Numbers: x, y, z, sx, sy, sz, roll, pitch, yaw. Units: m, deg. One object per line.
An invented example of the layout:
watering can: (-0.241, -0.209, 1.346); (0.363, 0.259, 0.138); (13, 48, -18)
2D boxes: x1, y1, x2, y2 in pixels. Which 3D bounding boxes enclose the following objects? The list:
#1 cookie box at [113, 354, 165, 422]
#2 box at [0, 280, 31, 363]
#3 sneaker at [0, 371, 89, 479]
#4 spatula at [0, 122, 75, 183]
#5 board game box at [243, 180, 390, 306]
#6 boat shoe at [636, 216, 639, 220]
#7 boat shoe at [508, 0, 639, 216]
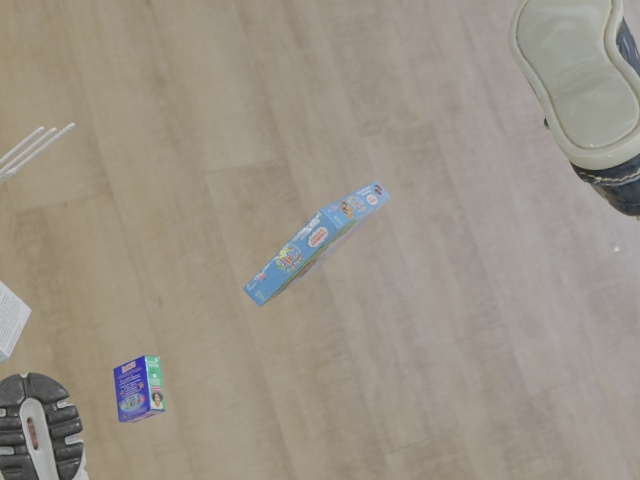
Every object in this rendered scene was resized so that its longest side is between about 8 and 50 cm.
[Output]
cookie box: (-0.343, 0.282, 1.743); (0.040, 0.092, 0.107); (18, 55, -51)
box: (-0.552, 0.121, 1.474); (0.137, 0.072, 0.126); (51, 21, -25)
sneaker: (-0.191, 0.196, 0.617); (0.081, 0.094, 0.208); (-3, 78, -42)
spatula: (-0.575, -0.142, 1.721); (0.242, 0.168, 0.019); (-34, 91, 14)
board game box: (0.000, 0.000, 1.246); (0.039, 0.160, 0.211); (47, 26, 5)
boat shoe: (0.305, -0.074, 0.821); (0.038, 0.046, 0.125); (7, 68, 7)
boat shoe: (0.209, -0.120, 0.700); (0.079, 0.095, 0.254); (53, 19, -35)
